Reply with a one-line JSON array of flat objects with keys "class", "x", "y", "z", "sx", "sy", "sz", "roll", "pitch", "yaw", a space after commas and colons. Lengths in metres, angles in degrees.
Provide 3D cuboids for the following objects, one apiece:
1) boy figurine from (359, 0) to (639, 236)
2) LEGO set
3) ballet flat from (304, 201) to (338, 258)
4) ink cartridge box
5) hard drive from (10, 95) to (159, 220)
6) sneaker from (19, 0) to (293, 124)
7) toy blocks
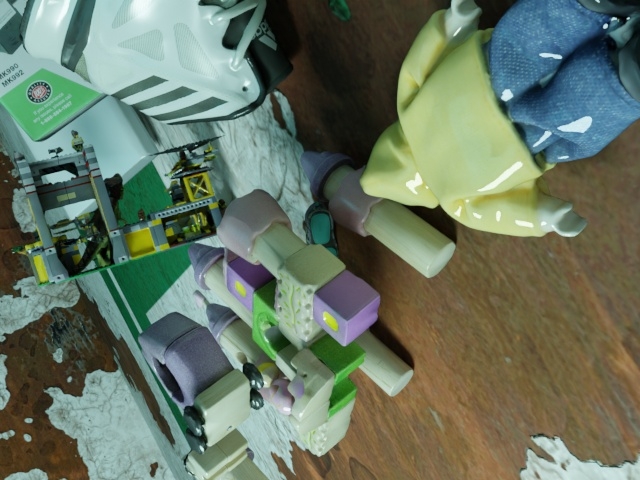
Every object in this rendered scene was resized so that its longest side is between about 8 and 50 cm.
[{"class": "boy figurine", "x": 0.121, "y": -0.077, "z": 0.464, "sx": 0.177, "sy": 0.092, "sz": 0.285, "roll": 61, "pitch": 153, "yaw": 4}, {"class": "LEGO set", "x": -0.296, "y": -0.065, "z": 0.970, "sx": 0.255, "sy": 0.331, "sz": 0.192, "roll": 178, "pitch": 76, "yaw": -75}, {"class": "ballet flat", "x": 0.000, "y": 0.000, "z": 0.806, "sx": 0.041, "sy": 0.041, "sz": 0.114, "roll": 39, "pitch": 144, "yaw": 39}, {"class": "ink cartridge box", "x": -0.386, "y": -0.306, "z": 0.881, "sx": 0.289, "sy": 0.211, "sz": 0.121, "roll": 53, "pitch": 173, "yaw": -16}, {"class": "hard drive", "x": -0.460, "y": -0.244, "z": 1.207, "sx": 0.233, "sy": 0.047, "sz": 0.353, "roll": -33, "pitch": 86, "yaw": 29}, {"class": "sneaker", "x": -0.100, "y": -0.291, "z": 0.644, "sx": 0.257, "sy": 0.169, "sz": 0.447, "roll": 31, "pitch": 133, "yaw": -14}, {"class": "toy blocks", "x": -0.072, "y": 0.072, "z": 0.688, "sx": 0.260, "sy": 0.309, "sz": 0.289, "roll": 40, "pitch": 145, "yaw": 27}]
